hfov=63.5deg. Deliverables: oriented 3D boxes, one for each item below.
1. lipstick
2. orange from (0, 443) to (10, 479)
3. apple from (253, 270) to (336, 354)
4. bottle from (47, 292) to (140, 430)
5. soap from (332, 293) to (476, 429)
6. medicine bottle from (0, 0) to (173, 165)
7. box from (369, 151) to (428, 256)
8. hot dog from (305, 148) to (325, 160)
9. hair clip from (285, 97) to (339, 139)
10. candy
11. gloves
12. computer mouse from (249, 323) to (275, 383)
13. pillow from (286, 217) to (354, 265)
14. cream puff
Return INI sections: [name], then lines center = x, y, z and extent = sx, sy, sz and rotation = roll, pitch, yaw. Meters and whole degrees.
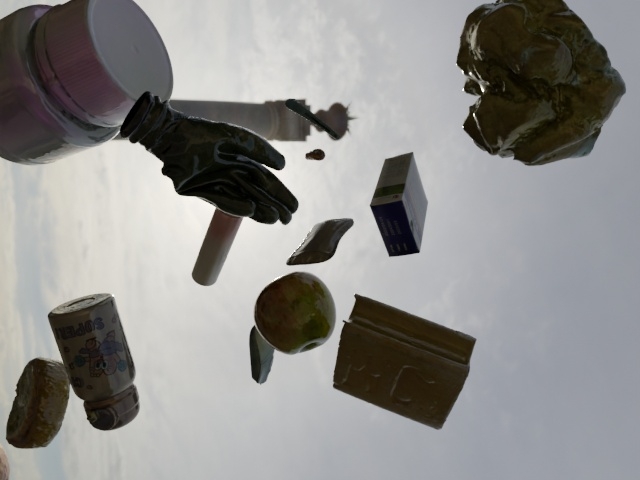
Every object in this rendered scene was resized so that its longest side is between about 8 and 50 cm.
[lipstick]
center = -0.314, 0.009, 1.572
extent = 0.087, 0.087, 0.326
rotation = 58, -43, 28
[orange]
center = -0.598, 0.368, 0.780
extent = 0.224, 0.224, 0.170
rotation = -57, -132, 43
[apple]
center = -0.069, 0.219, 1.525
extent = 0.226, 0.246, 0.246
rotation = 54, -43, 23
[bottle]
center = -0.344, 0.196, 0.804
extent = 0.110, 0.097, 0.208
rotation = -95, 172, -78
[soap]
center = 0.208, 0.326, 1.375
extent = 0.336, 0.156, 0.293
rotation = 19, -51, 11
[medicine bottle]
center = -0.433, -0.275, 0.882
extent = 0.302, 0.241, 0.240
rotation = -13, -94, 22
[box]
center = 0.257, -0.119, 1.637
extent = 0.107, 0.299, 0.200
rotation = -10, -57, 23
[hot dog]
center = -0.019, -0.297, 1.800
extent = 0.083, 0.058, 0.035
rotation = 15, -54, 53
[hair clip]
center = -0.022, -0.438, 1.863
extent = 0.230, 0.070, 0.039
rotation = 34, -74, -1
[candy]
center = -0.819, 0.467, 1.500
extent = 0.260, 0.118, 0.259
rotation = -18, -116, 41
[gloves]
center = -0.146, -0.109, 0.731
extent = 0.135, 0.268, 0.107
rotation = -54, -163, 8
[computer mouse]
center = -0.188, 0.385, 1.734
extent = 0.069, 0.113, 0.228
rotation = 2, -75, 21
[pillow]
center = 0.000, 0.001, 1.300
extent = 0.130, 0.217, 0.033
rotation = -8, -62, 26
[cream puff]
center = 0.410, -0.313, 1.065
extent = 0.276, 0.378, 0.378
rotation = -40, -119, 16
